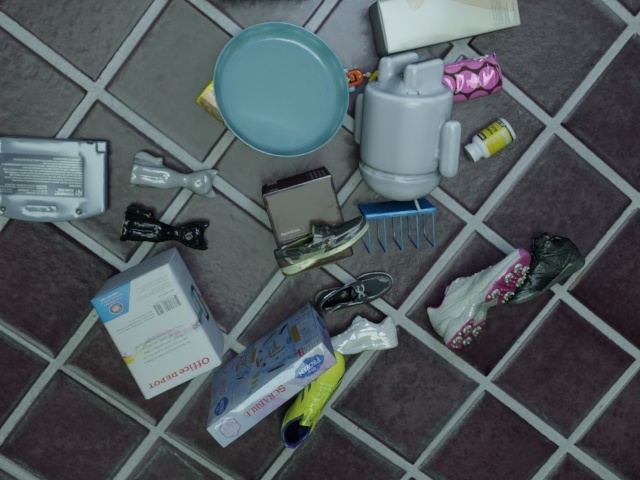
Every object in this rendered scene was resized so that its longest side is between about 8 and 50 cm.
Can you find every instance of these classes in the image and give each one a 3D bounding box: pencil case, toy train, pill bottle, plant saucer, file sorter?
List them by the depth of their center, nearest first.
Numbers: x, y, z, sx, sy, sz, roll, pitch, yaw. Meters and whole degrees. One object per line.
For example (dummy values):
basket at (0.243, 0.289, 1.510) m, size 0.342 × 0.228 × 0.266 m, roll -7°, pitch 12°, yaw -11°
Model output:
plant saucer at (-0.091, -0.342, 1.744) m, size 0.317 × 0.043 × 0.318 m, roll 2°, pitch 82°, yaw -17°
pencil case at (0.321, -0.381, 1.806) m, size 0.209 × 0.095 × 0.098 m, roll -14°, pitch 134°, yaw -3°
toy train at (0.118, -0.350, 1.820) m, size 0.125 × 0.046 × 0.166 m, roll -20°, pitch 111°, yaw 20°
file sorter at (0.187, -0.035, 1.853) m, size 0.170 × 0.118 × 0.105 m, roll -6°, pitch 105°, yaw -4°
pill bottle at (0.410, -0.241, 1.855) m, size 0.116 × 0.065 × 0.065 m, roll -35°, pitch 103°, yaw 2°

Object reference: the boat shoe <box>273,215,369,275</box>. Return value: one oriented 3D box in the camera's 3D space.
boat shoe at (-0.001, 0.000, 1.688) m, size 0.223 × 0.080 × 0.073 m, roll -29°, pitch 108°, yaw 6°

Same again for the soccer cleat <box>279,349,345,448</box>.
soccer cleat at (-0.016, 0.400, 1.893) m, size 0.093 × 0.121 × 0.289 m, roll 25°, pitch 115°, yaw -9°

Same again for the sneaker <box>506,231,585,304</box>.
sneaker at (0.544, 0.064, 1.922) m, size 0.227 × 0.087 × 0.130 m, roll -34°, pitch 101°, yaw -1°

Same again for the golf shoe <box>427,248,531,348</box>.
golf shoe at (0.386, 0.122, 1.889) m, size 0.306 × 0.140 × 0.115 m, roll -48°, pitch 143°, yaw 8°

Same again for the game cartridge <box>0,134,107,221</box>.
game cartridge at (-0.652, -0.143, 1.789) m, size 0.297 × 0.062 × 0.198 m, roll 3°, pitch 106°, yaw -6°

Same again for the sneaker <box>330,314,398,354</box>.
sneaker at (0.087, 0.238, 1.931) m, size 0.212 × 0.080 × 0.094 m, roll -8°, pitch 87°, yaw -7°

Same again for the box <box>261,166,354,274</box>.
box at (-0.032, -0.047, 1.803) m, size 0.166 × 0.168 × 0.203 m, roll -16°, pitch 103°, yaw -1°

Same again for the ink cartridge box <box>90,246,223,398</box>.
ink cartridge box at (-0.376, 0.191, 1.808) m, size 0.198 × 0.197 × 0.270 m, roll -25°, pitch 103°, yaw 0°

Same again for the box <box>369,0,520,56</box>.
box at (0.280, -0.515, 1.747) m, size 0.311 × 0.148 × 0.121 m, roll -13°, pitch 102°, yaw -4°

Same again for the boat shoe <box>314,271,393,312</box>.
boat shoe at (0.087, 0.136, 1.905) m, size 0.206 × 0.065 × 0.075 m, roll -17°, pitch 103°, yaw -2°

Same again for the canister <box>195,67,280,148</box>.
canister at (-0.191, -0.315, 1.783) m, size 0.170 × 0.073 × 0.126 m, roll 38°, pitch 95°, yaw -10°

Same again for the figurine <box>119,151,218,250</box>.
figurine at (-0.356, -0.089, 1.817) m, size 0.209 × 0.092 × 0.215 m, roll 10°, pitch 100°, yaw -15°

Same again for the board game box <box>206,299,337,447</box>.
board game box at (-0.119, 0.302, 1.794) m, size 0.318 × 0.319 × 0.066 m, roll -37°, pitch 103°, yaw 4°

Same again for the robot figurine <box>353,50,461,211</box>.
robot figurine at (0.191, -0.239, 1.721) m, size 0.199 × 0.300 × 0.354 m, roll -21°, pitch 126°, yaw -37°
